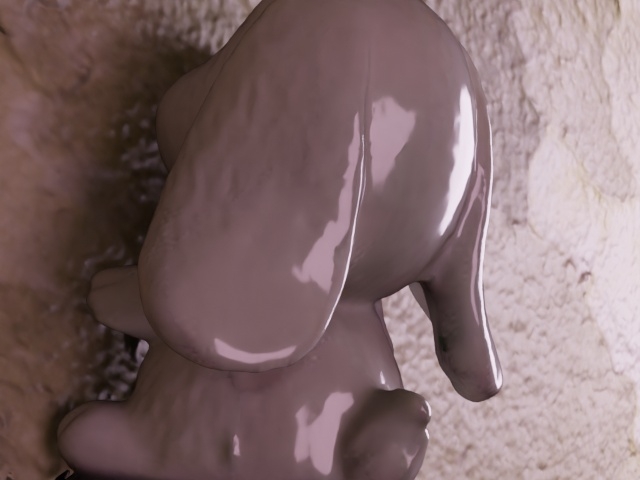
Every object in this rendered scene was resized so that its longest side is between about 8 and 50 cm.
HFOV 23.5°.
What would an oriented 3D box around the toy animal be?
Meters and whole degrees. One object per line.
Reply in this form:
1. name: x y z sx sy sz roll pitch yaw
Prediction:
1. toy animal: -0.009 0.014 0.783 0.249 0.174 0.289 -29 118 -49
